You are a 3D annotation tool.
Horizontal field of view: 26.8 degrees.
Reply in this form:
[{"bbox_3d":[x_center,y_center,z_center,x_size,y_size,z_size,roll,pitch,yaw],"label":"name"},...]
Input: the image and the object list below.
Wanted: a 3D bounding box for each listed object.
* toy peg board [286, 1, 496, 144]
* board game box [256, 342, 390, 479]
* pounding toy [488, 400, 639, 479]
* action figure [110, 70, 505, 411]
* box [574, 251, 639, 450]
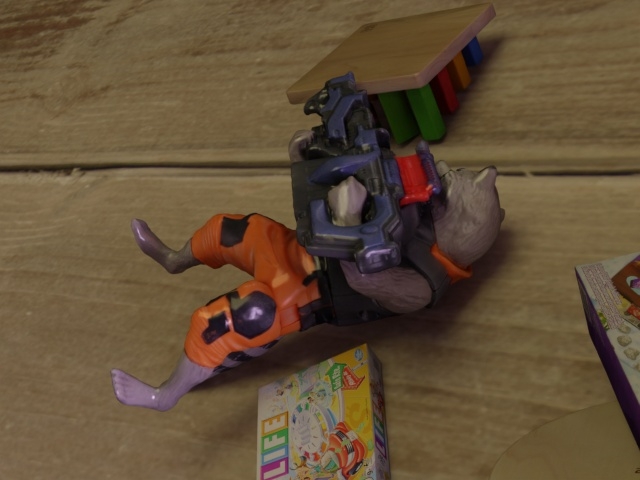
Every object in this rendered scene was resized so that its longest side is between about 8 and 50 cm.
[{"bbox_3d":[0.081,-0.158,1.334,0.161,0.079,0.160,-2,31,38],"label":"toy peg board"},{"bbox_3d":[0.001,0.159,1.046,0.103,0.026,0.154,-25,36,17],"label":"board game box"},{"bbox_3d":[0.219,0.169,0.806,0.237,0.110,0.183,-22,18,-31],"label":"pounding toy"},{"bbox_3d":[0.000,0.000,1.150,0.330,0.178,0.341,-16,28,14],"label":"action figure"},{"bbox_3d":[0.274,0.067,0.778,0.201,0.057,0.293,-13,19,6],"label":"box"}]
